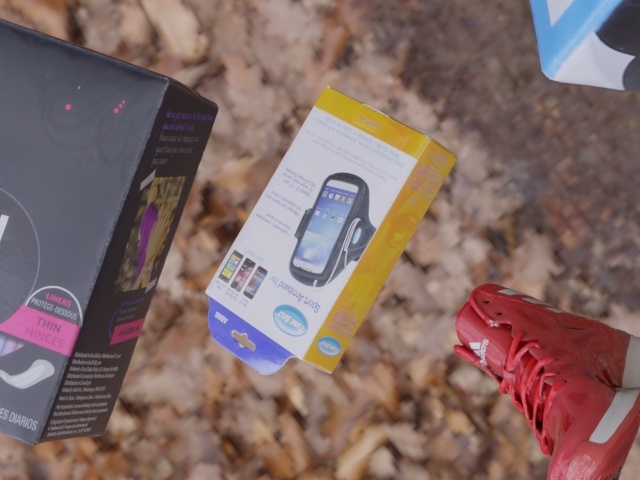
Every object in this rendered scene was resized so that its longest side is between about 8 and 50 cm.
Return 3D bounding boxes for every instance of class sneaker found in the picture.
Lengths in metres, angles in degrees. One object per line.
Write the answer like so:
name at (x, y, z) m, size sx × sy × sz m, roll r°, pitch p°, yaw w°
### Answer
sneaker at (0.128, 0.095, 1.064) m, size 0.128 × 0.221 × 0.087 m, roll 21°, pitch 105°, yaw 11°

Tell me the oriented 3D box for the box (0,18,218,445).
box at (-0.205, -0.007, 1.282) m, size 0.165 × 0.143 × 0.270 m, roll 19°, pitch 90°, yaw 12°

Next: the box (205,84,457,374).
box at (0.000, 0.000, 0.853) m, size 0.081 × 0.028 × 0.136 m, roll 32°, pitch 94°, yaw 45°

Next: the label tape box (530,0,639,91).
label tape box at (0.260, -0.127, 0.477) m, size 0.249 × 0.347 × 0.115 m, roll 125°, pitch 148°, yaw -59°
